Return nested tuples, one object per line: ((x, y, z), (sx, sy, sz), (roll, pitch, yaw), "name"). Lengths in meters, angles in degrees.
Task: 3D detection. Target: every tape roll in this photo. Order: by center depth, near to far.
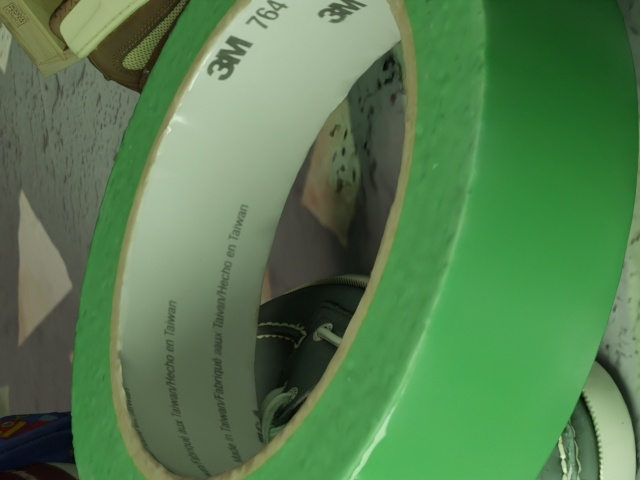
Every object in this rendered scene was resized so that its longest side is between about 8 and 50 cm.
((0.000, 0.000, 0.831), (0.321, 0.077, 0.321), (-36, 45, 46), "tape roll")

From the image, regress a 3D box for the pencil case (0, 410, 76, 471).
((-0.176, 0.262, 1.231), (0.119, 0.133, 0.306), (-15, -88, -81), "pencil case")

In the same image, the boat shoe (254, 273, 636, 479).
((0.010, 0.083, 0.927), (0.319, 0.099, 0.116), (6, 103, 58), "boat shoe")

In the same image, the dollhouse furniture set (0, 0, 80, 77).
((-0.170, -0.206, 1.159), (0.183, 0.129, 0.129), (54, 152, -13), "dollhouse furniture set")

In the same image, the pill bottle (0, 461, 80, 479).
((-0.197, 0.240, 1.023), (0.224, 0.392, 0.224), (22, 117, 54), "pill bottle")

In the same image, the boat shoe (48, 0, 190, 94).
((-0.031, -0.150, 0.969), (0.095, 0.095, 0.257), (45, 139, -8), "boat shoe")
